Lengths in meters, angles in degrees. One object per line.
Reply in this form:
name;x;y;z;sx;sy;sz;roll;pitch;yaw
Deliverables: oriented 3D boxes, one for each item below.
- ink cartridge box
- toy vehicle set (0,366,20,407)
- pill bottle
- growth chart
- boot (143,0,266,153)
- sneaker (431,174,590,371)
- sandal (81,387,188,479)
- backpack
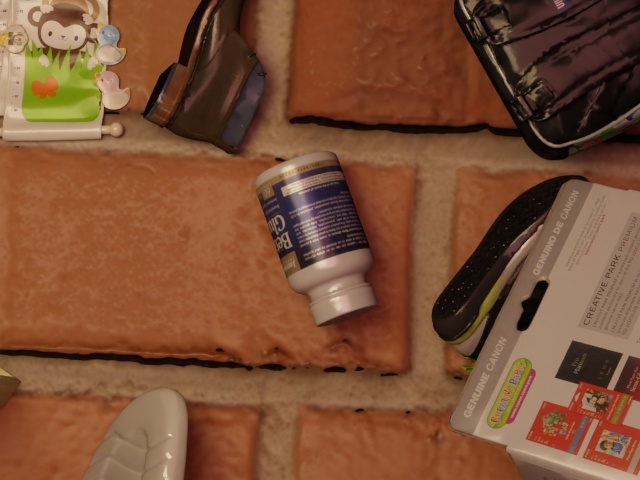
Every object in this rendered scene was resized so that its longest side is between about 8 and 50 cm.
ink cartridge box;0.314;0.117;1.550;0.272;0.130;0.309;16;66;32
toy vehicle set;-0.404;0.105;1.584;0.166;0.267;0.035;33;86;6
pill bottle;0.000;0.000;1.666;0.094;0.094;0.169;-20;81;0
growth chart;-0.302;-0.218;1.750;0.172;0.021;0.237;-10;82;0
boot;-0.098;-0.201;1.723;0.106;0.082;0.219;30;79;-15
sneaker;0.212;0.035;1.673;0.097;0.084;0.235;44;84;-21
sandal;-0.192;0.357;1.610;0.102;0.169;0.416;25;68;-37
backpack;0.288;-0.221;1.635;0.253;0.191;0.225;-30;84;6
